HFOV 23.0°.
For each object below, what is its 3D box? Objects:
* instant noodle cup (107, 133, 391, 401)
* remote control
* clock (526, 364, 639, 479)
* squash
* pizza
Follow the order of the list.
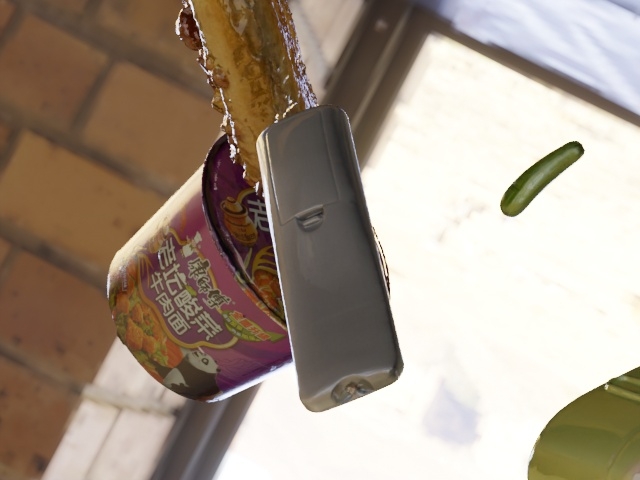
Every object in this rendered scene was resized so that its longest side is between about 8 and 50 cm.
[{"bbox_3d":[-0.083,0.038,1.593,0.251,0.251,0.190,30,131,-32],"label":"instant noodle cup"},{"bbox_3d":[0.000,0.000,0.738,0.027,0.050,0.184,55,-164,-43],"label":"remote control"},{"bbox_3d":[0.161,0.153,0.605,0.170,0.231,0.069,-18,-159,-35],"label":"clock"},{"bbox_3d":[0.186,-0.053,1.329,0.027,0.089,0.027,45,-170,-10],"label":"squash"},{"bbox_3d":[-0.061,-0.162,1.264,0.226,0.086,0.335,-100,-9,-48],"label":"pizza"}]
